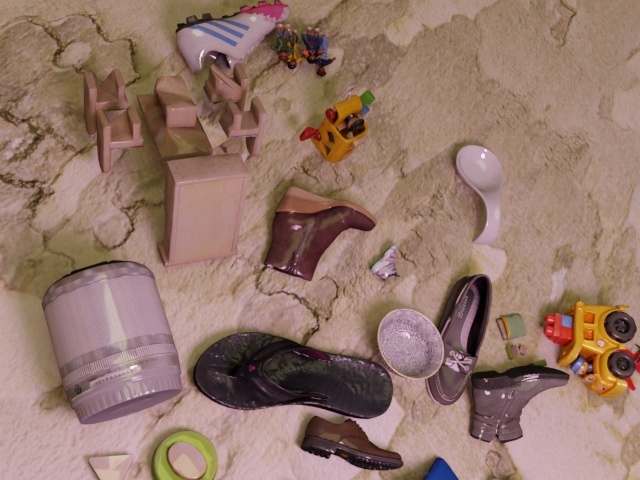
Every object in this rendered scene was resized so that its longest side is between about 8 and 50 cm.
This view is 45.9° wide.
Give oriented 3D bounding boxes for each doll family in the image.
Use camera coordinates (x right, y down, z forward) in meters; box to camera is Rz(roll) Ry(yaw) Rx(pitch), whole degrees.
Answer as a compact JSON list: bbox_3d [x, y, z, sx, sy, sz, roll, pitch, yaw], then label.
[{"bbox_3d":[-0.043,-0.489,1.957,0.193,0.076,0.111,0,86,-18],"label":"doll family"}]

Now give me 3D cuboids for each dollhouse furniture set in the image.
[{"bbox_3d":[0.495,0.246,1.855,0.076,0.058,0.151,-9,72,-24],"label":"dollhouse furniture set"},{"bbox_3d":[-0.309,-0.178,1.698,0.362,0.256,0.394,-9,50,-24],"label":"dollhouse furniture set"}]

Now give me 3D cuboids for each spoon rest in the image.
[{"bbox_3d":[0.426,-0.130,1.979,0.137,0.084,0.276,4,67,-19],"label":"spoon rest"}]

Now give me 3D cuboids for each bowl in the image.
[{"bbox_3d":[0.189,0.247,1.727,0.170,0.080,0.170,12,59,-20],"label":"bowl"}]

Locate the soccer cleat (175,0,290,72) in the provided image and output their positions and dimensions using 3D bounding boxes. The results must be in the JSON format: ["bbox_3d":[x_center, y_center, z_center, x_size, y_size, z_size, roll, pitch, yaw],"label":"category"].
[{"bbox_3d":[-0.210,-0.511,1.912,0.331,0.116,0.143,-23,101,-30],"label":"soccer cleat"}]

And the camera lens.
[{"bbox_3d":[-0.401,0.191,1.462,0.219,0.219,0.274,-13,73,-24],"label":"camera lens"}]

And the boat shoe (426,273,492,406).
[{"bbox_3d":[0.330,0.224,1.783,0.112,0.095,0.335,25,62,-9],"label":"boat shoe"}]

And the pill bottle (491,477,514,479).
[{"bbox_3d":[0.447,0.585,1.676,0.152,0.086,0.086,23,62,-9],"label":"pill bottle"}]

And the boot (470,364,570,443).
[{"bbox_3d":[0.459,0.381,1.757,0.247,0.083,0.161,-4,95,-12],"label":"boot"}]

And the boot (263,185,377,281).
[{"bbox_3d":[0.000,0.000,1.785,0.249,0.090,0.206,17,75,-14],"label":"boot"}]

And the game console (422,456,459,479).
[{"bbox_3d":[0.256,0.648,1.579,0.250,0.173,0.293,-34,81,-10],"label":"game console"}]

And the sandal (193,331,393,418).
[{"bbox_3d":[-0.044,0.282,1.616,0.446,0.107,0.167,9,65,-17],"label":"sandal"}]

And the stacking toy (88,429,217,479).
[{"bbox_3d":[-0.285,0.492,1.408,0.309,0.130,0.279,-9,65,-24],"label":"stacking toy"}]

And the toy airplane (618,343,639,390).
[{"bbox_3d":[0.801,0.326,1.949,0.151,0.028,0.151,8,66,-18],"label":"toy airplane"}]

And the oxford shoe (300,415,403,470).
[{"bbox_3d":[0.078,0.429,1.613,0.227,0.083,0.096,22,57,-11],"label":"oxford shoe"}]

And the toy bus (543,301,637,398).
[{"bbox_3d":[0.652,0.261,1.868,0.212,0.149,0.220,10,67,-1],"label":"toy bus"}]

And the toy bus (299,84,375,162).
[{"bbox_3d":[0.063,-0.273,1.853,0.104,0.191,0.202,54,18,7],"label":"toy bus"}]

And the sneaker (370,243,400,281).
[{"bbox_3d":[0.173,0.060,1.834,0.069,0.038,0.098,44,70,0],"label":"sneaker"}]
